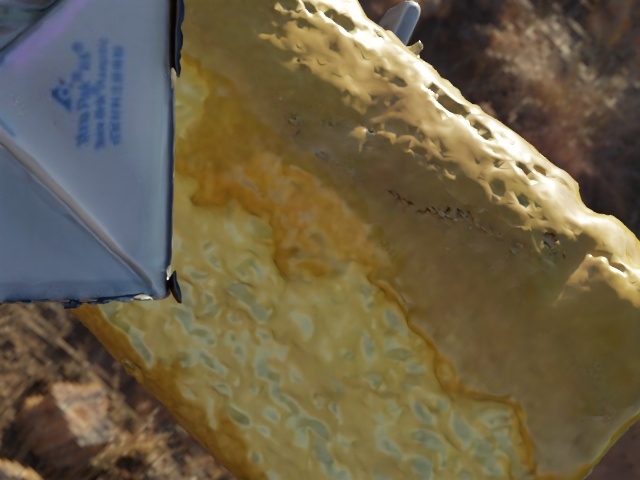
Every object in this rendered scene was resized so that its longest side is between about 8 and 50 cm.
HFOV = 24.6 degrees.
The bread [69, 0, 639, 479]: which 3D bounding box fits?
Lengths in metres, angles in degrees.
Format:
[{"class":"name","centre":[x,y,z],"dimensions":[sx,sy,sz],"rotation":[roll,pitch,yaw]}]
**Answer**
[{"class":"bread","centre":[0.000,0.000,0.782],"dimensions":[0.375,0.236,0.165],"rotation":[41,19,13]}]

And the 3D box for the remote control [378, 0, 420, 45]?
[{"class":"remote control","centre":[0.036,-0.121,1.455],"dimensions":[0.029,0.067,0.261],"rotation":[30,74,-19]}]

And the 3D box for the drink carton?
[{"class":"drink carton","centre":[-0.197,-0.063,0.523],"dimensions":[0.194,0.324,0.132],"rotation":[0,97,-30]}]
